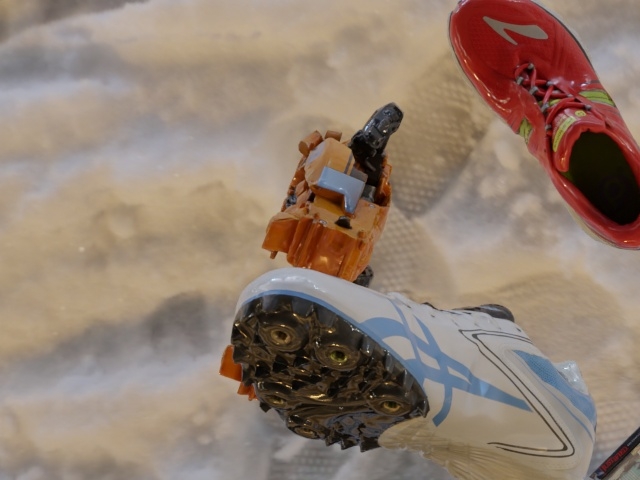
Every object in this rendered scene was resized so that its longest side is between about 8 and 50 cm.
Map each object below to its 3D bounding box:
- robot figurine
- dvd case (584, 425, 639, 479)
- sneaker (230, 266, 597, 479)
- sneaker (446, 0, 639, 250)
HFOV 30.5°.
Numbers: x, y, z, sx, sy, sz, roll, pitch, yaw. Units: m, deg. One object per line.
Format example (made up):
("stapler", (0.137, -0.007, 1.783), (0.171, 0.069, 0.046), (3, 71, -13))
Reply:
("robot figurine", (0.000, 0.000, 0.907), (0.085, 0.291, 0.211), (20, 111, -2))
("dvd case", (0.291, 0.201, 1.087), (0.119, 0.087, 0.013), (-47, 57, 3))
("sneaker", (0.048, 0.058, 0.534), (0.085, 0.237, 0.086), (-15, 58, 37))
("sneaker", (0.215, -0.111, 1.025), (0.107, 0.118, 0.279), (-39, 88, 11))
